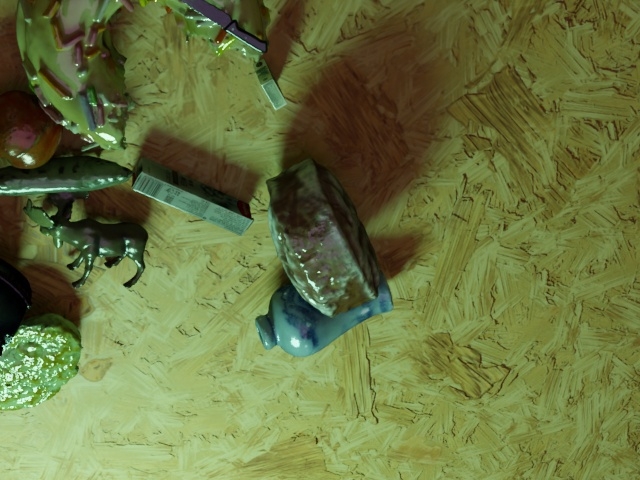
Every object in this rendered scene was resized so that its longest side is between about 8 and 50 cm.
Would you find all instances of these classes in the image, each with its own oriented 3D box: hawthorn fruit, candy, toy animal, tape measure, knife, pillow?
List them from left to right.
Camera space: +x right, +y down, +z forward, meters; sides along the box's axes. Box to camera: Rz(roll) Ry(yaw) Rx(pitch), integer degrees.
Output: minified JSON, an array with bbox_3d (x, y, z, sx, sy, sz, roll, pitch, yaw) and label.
[{"bbox_3d":[-0.584,0.128,1.554,0.223,0.202,0.135,-31,127,24],"label":"tape measure"},{"bbox_3d":[-0.463,-0.174,1.433,0.128,0.128,0.128,-7,125,-10],"label":"hawthorn fruit"},{"bbox_3d":[-0.426,-0.108,1.500,0.241,0.093,0.051,-6,120,-11],"label":"pillow"},{"bbox_3d":[-0.399,-0.014,1.583,0.214,0.093,0.186,0,128,-23],"label":"toy animal"},{"bbox_3d":[-0.142,-0.311,1.297,0.170,0.010,0.023,28,104,-26],"label":"knife"},{"bbox_3d":[0.000,0.000,1.608,0.157,0.214,0.289,-26,121,4],"label":"candy"}]

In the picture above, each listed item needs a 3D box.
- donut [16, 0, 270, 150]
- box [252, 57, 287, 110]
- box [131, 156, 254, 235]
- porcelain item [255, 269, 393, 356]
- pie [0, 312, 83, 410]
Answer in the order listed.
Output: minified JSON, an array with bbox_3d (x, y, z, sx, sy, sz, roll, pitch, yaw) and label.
[{"bbox_3d":[-0.265,-0.315,1.349,0.371,0.150,0.307,-32,122,0],"label":"donut"},{"bbox_3d":[-0.082,-0.252,1.494,0.024,0.083,0.054,-27,126,3],"label":"box"},{"bbox_3d":[-0.220,-0.074,1.599,0.218,0.055,0.039,24,116,-27],"label":"box"},{"bbox_3d":[0.005,0.134,1.759,0.259,0.141,0.141,-18,127,-13],"label":"porcelain item"},{"bbox_3d":[-0.549,0.221,1.699,0.248,0.090,0.201,-30,136,7],"label":"pie"}]
